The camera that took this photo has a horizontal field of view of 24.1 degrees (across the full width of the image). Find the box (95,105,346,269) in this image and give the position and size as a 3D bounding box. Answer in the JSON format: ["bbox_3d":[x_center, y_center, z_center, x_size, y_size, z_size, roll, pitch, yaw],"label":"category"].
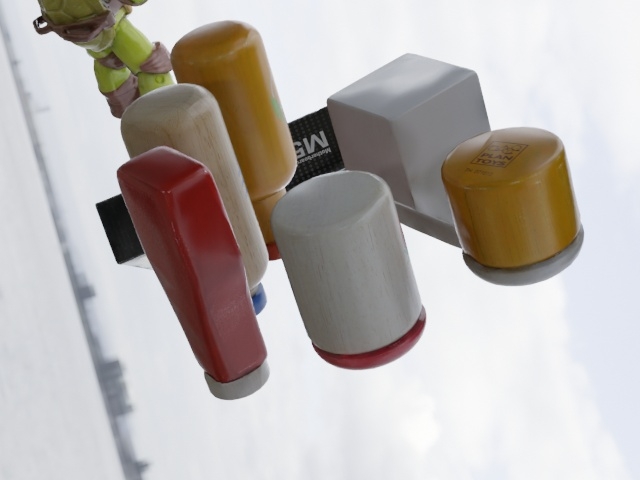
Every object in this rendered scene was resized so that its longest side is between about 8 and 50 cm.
[{"bbox_3d":[-0.022,-0.031,0.916,0.191,0.184,0.045,26,40,-80],"label":"box"}]

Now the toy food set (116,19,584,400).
[{"bbox_3d":[0.000,0.000,0.552,0.232,0.111,0.104,24,-41,50],"label":"toy food set"}]

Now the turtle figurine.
[{"bbox_3d":[-0.158,-0.171,1.117,0.269,0.087,0.217,8,-36,37],"label":"turtle figurine"}]
